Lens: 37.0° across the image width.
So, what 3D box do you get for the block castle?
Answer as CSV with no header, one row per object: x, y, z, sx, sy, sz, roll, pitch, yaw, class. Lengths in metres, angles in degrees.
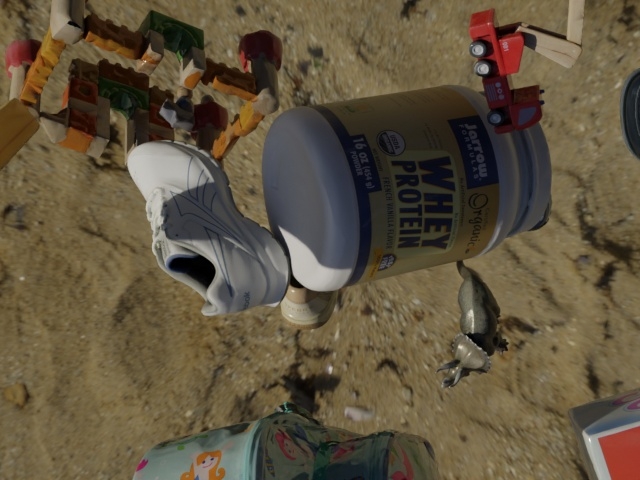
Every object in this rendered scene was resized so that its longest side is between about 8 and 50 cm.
-0.321,-0.311,1.753,0.453,0.303,0.213,16,48,-29,block castle

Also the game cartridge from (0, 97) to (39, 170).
-0.407,0.005,0.848,0.324,0.285,0.052,-31,110,11,game cartridge

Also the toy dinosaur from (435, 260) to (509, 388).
0.312,0.149,1.891,0.121,0.160,0.313,5,75,15,toy dinosaur

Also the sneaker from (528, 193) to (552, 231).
0.369,-0.151,1.902,0.110,0.122,0.283,-24,77,22,sneaker

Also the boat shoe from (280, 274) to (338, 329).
0.000,0.000,1.725,0.122,0.110,0.341,2,45,8,boat shoe

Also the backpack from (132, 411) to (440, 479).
-0.011,0.222,0.619,0.191,0.253,0.225,-18,66,21,backpack

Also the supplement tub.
0.107,-0.074,1.211,0.316,0.228,0.228,-12,88,-23,supplement tub

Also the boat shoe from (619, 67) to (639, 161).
0.558,-0.118,1.480,0.116,0.099,0.319,-23,106,-3,boat shoe

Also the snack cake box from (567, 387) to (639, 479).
0.319,0.154,0.634,0.264,0.089,0.152,-18,90,6,snack cake box

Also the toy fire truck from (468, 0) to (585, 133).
0.234,-0.215,1.047,0.135,0.047,0.192,-9,122,20,toy fire truck

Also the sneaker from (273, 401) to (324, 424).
-0.040,0.275,1.415,0.076,0.166,0.065,37,84,2,sneaker

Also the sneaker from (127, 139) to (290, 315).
-0.165,-0.023,1.224,0.297,0.129,0.111,46,132,26,sneaker
